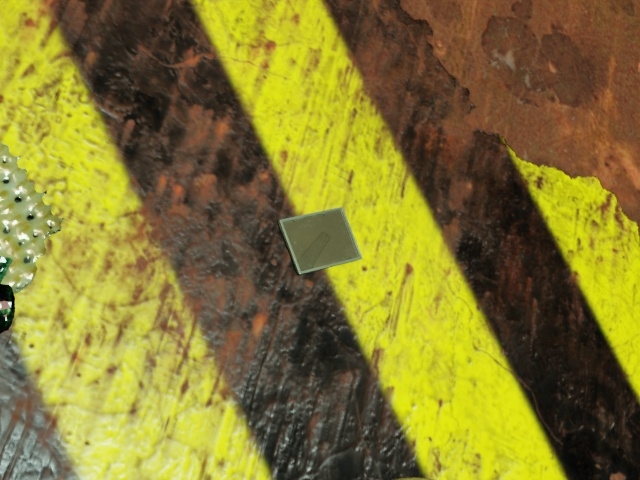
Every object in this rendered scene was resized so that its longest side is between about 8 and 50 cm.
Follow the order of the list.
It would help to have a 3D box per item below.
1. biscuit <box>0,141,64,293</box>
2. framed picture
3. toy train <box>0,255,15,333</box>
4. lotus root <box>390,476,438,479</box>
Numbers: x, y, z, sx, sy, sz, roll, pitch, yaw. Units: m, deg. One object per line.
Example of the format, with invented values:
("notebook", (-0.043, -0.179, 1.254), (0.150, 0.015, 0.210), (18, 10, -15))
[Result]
("biscuit", (-0.326, -0.034, 1.044), (0.144, 0.016, 0.203), (-36, 90, -38))
("framed picture", (0.000, 0.000, 1.244), (0.089, 0.007, 0.066), (-14, 77, -36))
("toy train", (-0.407, 0.067, 0.873), (0.330, 0.138, 0.178), (9, 73, -25))
("lotus root", (0.119, 0.322, 1.085), (0.343, 0.151, 0.169), (27, 69, -19))
